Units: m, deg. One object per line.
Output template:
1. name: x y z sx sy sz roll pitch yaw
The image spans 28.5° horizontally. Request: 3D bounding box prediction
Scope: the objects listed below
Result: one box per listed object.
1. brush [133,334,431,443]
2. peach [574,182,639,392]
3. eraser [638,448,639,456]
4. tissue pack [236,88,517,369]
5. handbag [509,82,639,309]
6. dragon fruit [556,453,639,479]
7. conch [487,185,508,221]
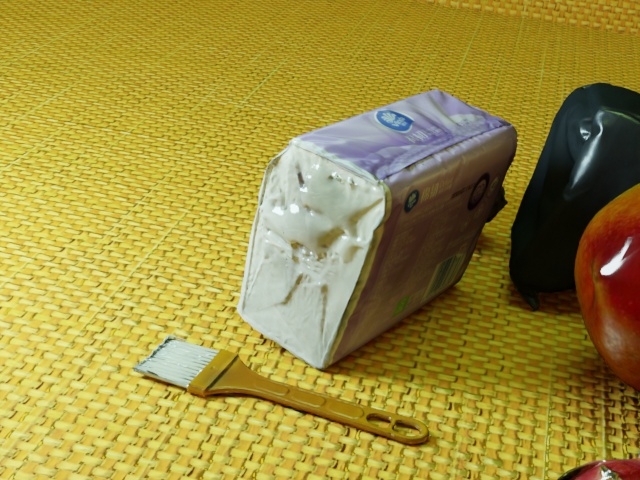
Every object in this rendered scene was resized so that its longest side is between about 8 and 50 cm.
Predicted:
1. brush: -0.036 0.158 1.296 0.314 0.017 0.090 14 26 16
2. peach: 0.427 0.049 1.339 0.332 0.308 0.308 1 23 -21
3. eraser: 0.396 0.213 1.107 0.226 0.174 0.081 14 56 18
4. tissue pack: 0.065 -0.025 1.456 0.160 0.242 0.338 30 29 23
5. handbag: 0.368 -0.053 1.650 0.177 0.275 0.302 21 17 3
6. dragon fruit: 0.249 0.244 1.036 0.165 0.133 0.136 2 -18 -28
7. conch: 0.136 -0.085 1.743 0.210 0.159 0.291 53 2 13
